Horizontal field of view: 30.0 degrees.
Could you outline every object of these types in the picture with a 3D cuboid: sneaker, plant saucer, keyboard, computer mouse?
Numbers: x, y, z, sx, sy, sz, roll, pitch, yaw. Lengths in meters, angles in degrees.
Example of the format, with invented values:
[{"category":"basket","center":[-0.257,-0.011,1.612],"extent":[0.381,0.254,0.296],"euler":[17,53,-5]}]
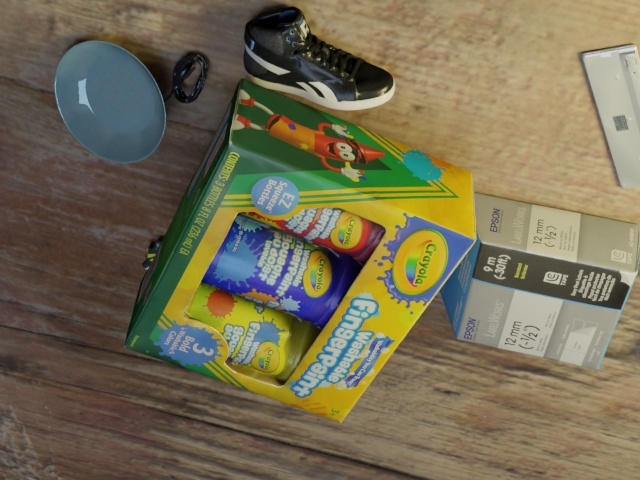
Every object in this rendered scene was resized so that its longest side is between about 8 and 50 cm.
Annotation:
[{"category":"sneaker","center":[-0.004,-0.253,1.630],"extent":[0.217,0.079,0.121],"euler":[11,141,9]},{"category":"plant saucer","center":[-0.307,-0.211,1.783],"extent":[0.195,0.037,0.194],"euler":[12,121,21]},{"category":"sneaker","center":[-0.289,0.021,2.081],"extent":[0.035,0.031,0.083],"euler":[44,130,-11]},{"category":"keyboard","center":[0.424,-0.165,1.647],"extent":[0.072,0.014,0.256],"euler":[-2,137,28]},{"category":"computer mouse","center":[-0.241,-0.207,1.801],"extent":[0.242,0.041,0.071],"euler":[-35,97,37]}]

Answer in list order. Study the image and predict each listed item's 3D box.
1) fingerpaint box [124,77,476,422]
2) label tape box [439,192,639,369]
[{"category":"fingerpaint box","center":[-0.038,0.035,1.765],"extent":[0.371,0.163,0.444],"euler":[21,130,-14]},{"category":"label tape box","center":[0.296,0.058,1.864],"extent":[0.348,0.115,0.249],"euler":[10,139,4]}]
